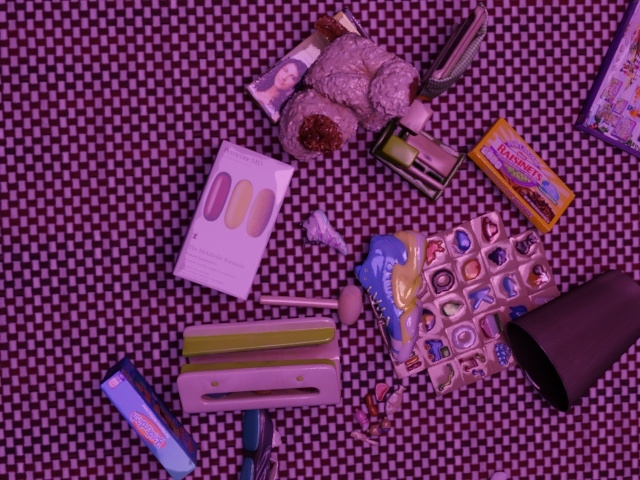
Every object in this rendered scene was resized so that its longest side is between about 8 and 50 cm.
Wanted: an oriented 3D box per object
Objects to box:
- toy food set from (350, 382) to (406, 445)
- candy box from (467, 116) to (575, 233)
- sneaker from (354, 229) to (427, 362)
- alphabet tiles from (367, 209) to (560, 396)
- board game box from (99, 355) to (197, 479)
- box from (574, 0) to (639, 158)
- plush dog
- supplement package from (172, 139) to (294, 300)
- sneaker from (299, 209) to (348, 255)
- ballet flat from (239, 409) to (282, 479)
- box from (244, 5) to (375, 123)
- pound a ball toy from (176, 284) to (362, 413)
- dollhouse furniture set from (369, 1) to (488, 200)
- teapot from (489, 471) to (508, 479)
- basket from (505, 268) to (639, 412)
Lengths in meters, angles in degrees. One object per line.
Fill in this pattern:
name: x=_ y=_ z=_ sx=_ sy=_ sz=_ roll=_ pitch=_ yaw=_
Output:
toy food set: x=0.104 y=0.314 z=1.960 sx=0.078 sy=0.019 sz=0.122 roll=22 pitch=90 yaw=-7
candy box: x=0.369 y=-0.120 z=1.949 sx=0.206 sy=0.027 sz=0.105 roll=45 pitch=59 yaw=-7
sneaker: x=0.121 y=0.096 z=1.921 sx=0.126 sy=0.091 sz=0.240 roll=7 pitch=92 yaw=12
alphabet tiles: x=0.272 y=0.116 z=1.976 sx=0.342 sy=0.011 sz=0.285 roll=-21 pitch=94 yaw=-5
board game box: x=-0.294 y=0.305 z=1.843 sx=0.047 sy=0.160 sz=0.210 roll=-38 pitch=95 yaw=-3
box: x=0.622 y=-0.301 z=1.975 sx=0.201 sy=0.057 sz=0.293 roll=25 pitch=89 yaw=-6
plush dog: x=0.017 y=-0.232 z=1.793 sx=0.210 sy=0.262 sz=0.225 roll=40 pitch=84 yaw=-7
supplement package: x=-0.153 y=-0.037 z=1.857 sx=0.139 sy=0.134 sz=0.244 roll=20 pitch=90 yaw=-7
sneaker: x=0.000 y=0.000 z=1.928 sx=0.069 sy=0.038 sz=0.098 roll=-36 pitch=86 yaw=-2
ballet flat: x=-0.107 y=0.383 z=1.920 sx=0.074 sy=0.074 sz=0.203 roll=6 pitch=86 yaw=-7
box: x=-0.020 y=-0.310 z=1.899 sx=0.232 sy=0.058 sz=0.087 roll=-41 pitch=97 yaw=-4
pound a ball toy: x=-0.079 y=0.201 z=1.884 sx=0.319 sy=0.208 sz=0.136 roll=-4 pitch=130 yaw=3
dollhouse furniture set: x=0.236 y=-0.235 z=1.862 sx=0.151 sy=0.197 sz=0.302 roll=33 pitch=89 yaw=-6
teapot: x=0.250 y=0.566 z=1.908 sx=0.256 sy=0.187 sz=0.253 roll=2 pitch=117 yaw=-43
basket: x=0.476 y=0.164 z=1.926 sx=0.227 sy=0.154 sz=0.204 roll=-35 pitch=115 yaw=-13
